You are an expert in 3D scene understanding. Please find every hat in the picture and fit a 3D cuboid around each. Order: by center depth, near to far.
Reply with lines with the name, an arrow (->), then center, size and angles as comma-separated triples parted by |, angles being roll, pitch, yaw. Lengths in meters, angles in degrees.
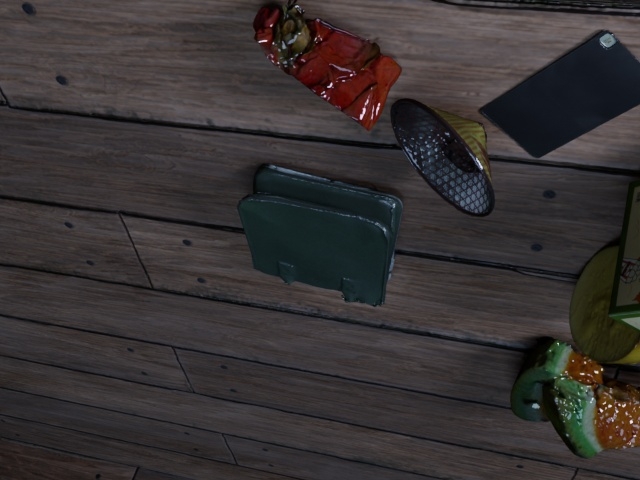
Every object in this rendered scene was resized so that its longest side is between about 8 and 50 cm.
hat -> 0.183, -0.128, 0.955 | 0.193, 0.082, 0.193 | 48, 171, 10

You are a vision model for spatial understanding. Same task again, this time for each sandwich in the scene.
sandwich -> 0.502, 0.324, 1.349 | 0.301, 0.162, 0.250 | 16, 148, 6

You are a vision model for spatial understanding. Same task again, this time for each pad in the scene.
pad -> 0.307, -0.173, 0.900 | 0.116, 0.004, 0.193 | 34, 141, -21

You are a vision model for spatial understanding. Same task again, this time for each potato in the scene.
potato -> 0.487, 0.102, 1.064 | 0.158, 0.178, 0.203 | 8, 153, -7

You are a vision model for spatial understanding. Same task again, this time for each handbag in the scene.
handbag -> -0.001, 0.001, 1.197 | 0.247, 0.079, 0.260 | 13, 147, 9

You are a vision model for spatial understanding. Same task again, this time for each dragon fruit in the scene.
dragon fruit -> 0.005, -0.234, 0.911 | 0.192, 0.122, 0.092 | 32, 102, -14

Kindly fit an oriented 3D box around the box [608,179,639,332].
box -> 0.486, 0.030, 0.899 | 0.177, 0.195, 0.148 | 26, 159, -22
